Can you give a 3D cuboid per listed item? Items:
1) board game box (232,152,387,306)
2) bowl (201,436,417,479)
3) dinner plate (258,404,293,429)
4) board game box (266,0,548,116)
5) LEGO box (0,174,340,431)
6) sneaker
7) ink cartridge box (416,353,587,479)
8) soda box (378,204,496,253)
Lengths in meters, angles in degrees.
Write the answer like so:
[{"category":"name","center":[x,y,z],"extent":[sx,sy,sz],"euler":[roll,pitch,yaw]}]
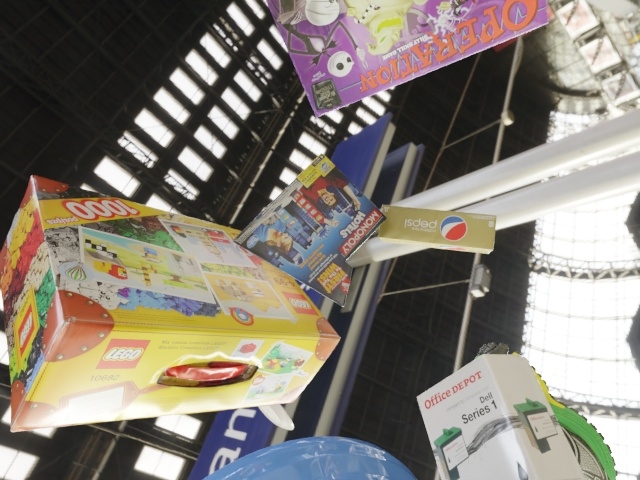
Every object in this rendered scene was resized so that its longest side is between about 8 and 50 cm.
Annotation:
[{"category":"board game box","center":[0.000,0.000,0.692],"extent":[0.194,0.060,0.194],"euler":[-45,-86,-3]},{"category":"bowl","center":[-0.025,0.382,0.392],"extent":[0.392,0.077,0.390],"euler":[-5,-80,-30]},{"category":"dinner plate","center":[-0.121,0.407,1.049],"extent":[0.017,0.141,0.141],"euler":[-39,-79,-33]},{"category":"board game box","center":[0.114,-0.328,0.587],"extent":[0.056,0.347,0.208],"euler":[-96,-18,-49]},{"category":"LEGO box","center":[-0.270,0.113,0.808],"extent":[0.501,0.193,0.372],"euler":[16,-157,-47]},{"category":"sneaker","center":[0.407,0.369,0.838],"extent":[0.343,0.134,0.146],"euler":[44,-117,5]},{"category":"ink cartridge box","center":[0.237,0.284,0.583],"extent":[0.093,0.160,0.219],"euler":[11,-135,-27]},{"category":"soda box","center":[0.190,-0.019,0.723],"extent":[0.061,0.182,0.058],"euler":[28,-112,-74]}]
